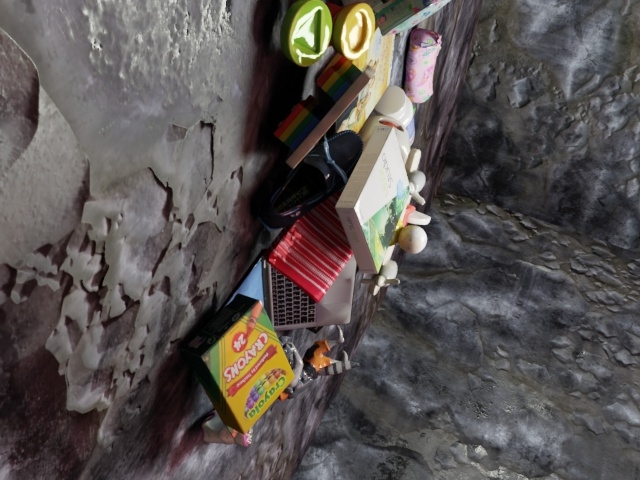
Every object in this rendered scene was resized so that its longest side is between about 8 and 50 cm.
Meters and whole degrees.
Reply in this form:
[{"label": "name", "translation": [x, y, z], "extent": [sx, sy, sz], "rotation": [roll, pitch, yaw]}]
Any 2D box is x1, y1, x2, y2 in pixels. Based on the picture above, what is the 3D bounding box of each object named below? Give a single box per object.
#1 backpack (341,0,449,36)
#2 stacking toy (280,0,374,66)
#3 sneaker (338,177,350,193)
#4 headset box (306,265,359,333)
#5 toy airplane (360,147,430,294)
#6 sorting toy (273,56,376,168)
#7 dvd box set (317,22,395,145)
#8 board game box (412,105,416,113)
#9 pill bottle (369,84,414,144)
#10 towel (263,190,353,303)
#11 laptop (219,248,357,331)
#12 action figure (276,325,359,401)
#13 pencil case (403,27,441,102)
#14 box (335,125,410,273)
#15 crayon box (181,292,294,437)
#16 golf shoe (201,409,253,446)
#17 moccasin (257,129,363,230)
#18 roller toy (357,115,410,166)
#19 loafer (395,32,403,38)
[{"label": "backpack", "translation": [0.179, -0.599, 1.480], "extent": [0.225, 0.253, 0.191], "rotation": [-40, 111, -54]}, {"label": "stacking toy", "translation": [-0.017, -0.518, 1.277], "extent": [0.279, 0.130, 0.309], "rotation": [-34, 138, -37]}, {"label": "sneaker", "translation": [0.070, -0.106, 1.723], "extent": [0.081, 0.090, 0.232], "rotation": [94, 23, -46]}, {"label": "headset box", "translation": [0.020, 0.167, 2.085], "extent": [0.293, 0.110, 0.218], "rotation": [-60, -178, -30]}, {"label": "toy airplane", "translation": [0.232, -0.042, 1.938], "extent": [0.384, 0.272, 0.386], "rotation": [-47, 141, -12]}, {"label": "sorting toy", "translation": [0.005, -0.312, 1.425], "extent": [0.257, 0.089, 0.255], "rotation": [-47, -173, 19]}, {"label": "dvd box set", "translation": [0.108, -0.457, 1.787], "extent": [0.420, 0.062, 0.308], "rotation": [-58, 161, -34]}, {"label": "board game box", "translation": [0.308, -0.397, 2.565], "extent": [0.213, 0.046, 0.317], "rotation": [-36, 143, -65]}, {"label": "pill bottle", "translation": [0.245, -0.419, 2.131], "extent": [0.272, 0.152, 0.152], "rotation": [60, 52, -70]}, {"label": "towel", "translation": [0.000, 0.000, 1.591], "extent": [0.275, 0.199, 0.031], "rotation": [-54, -159, -18]}, {"label": "laptop", "translation": [-0.086, 0.227, 1.711], "extent": [0.382, 0.407, 0.236], "rotation": [93, -10, -49]}, {"label": "action figure", "translation": [-0.055, 0.413, 2.033], "extent": [0.330, 0.178, 0.341], "rotation": [-30, 155, -13]}, {"label": "pencil case", "translation": [0.383, -0.661, 2.348], "extent": [0.284, 0.124, 0.124], "rotation": [90, 26, -54]}, {"label": "box", "translation": [0.145, -0.107, 1.598], "extent": [0.322, 0.058, 0.232], "rotation": [-62, 144, -36]}, {"label": "crayon box", "translation": [-0.180, 0.314, 1.492], "extent": [0.202, 0.081, 0.319], "rotation": [-45, 130, -34]}, {"label": "golf shoe", "translation": [-0.254, 0.485, 1.710], "extent": [0.306, 0.140, 0.115], "rotation": [143, -57, -84]}, {"label": "moccasin", "translation": [-0.004, -0.148, 1.516], "extent": [0.342, 0.137, 0.117], "rotation": [-50, -176, -18]}, {"label": "roller toy", "translation": [0.190, -0.290, 1.987], "extent": [0.209, 0.191, 0.146], "rotation": [57, 26, -37]}, {"label": "loafer", "translation": [0.253, -0.711, 1.915], "extent": [0.078, 0.080, 0.220], "rotation": [41, 70, -74]}]
